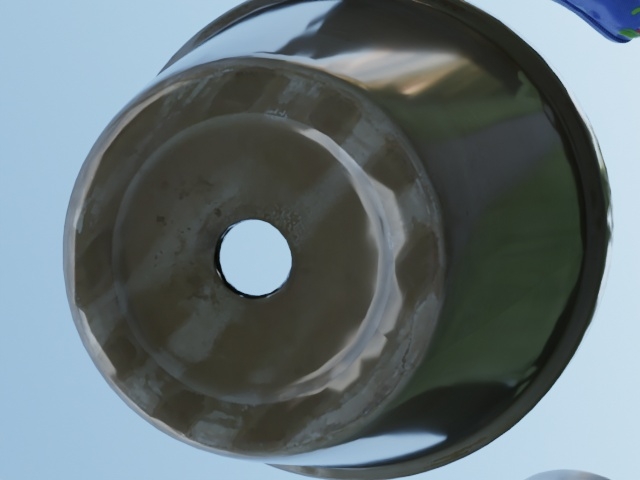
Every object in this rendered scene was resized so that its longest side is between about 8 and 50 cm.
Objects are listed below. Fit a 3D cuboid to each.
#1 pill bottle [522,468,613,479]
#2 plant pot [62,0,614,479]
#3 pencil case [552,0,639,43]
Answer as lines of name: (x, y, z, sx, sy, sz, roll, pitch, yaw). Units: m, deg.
pill bottle: (0.168, 0.298, 0.971, 0.153, 0.153, 0.264, 67, -152, -25)
plant pot: (0.000, 0.000, 0.755, 0.280, 0.323, 0.323, -17, -80, -78)
pencil case: (0.147, -0.251, 1.012, 0.306, 0.119, 0.133, 21, -88, -17)
